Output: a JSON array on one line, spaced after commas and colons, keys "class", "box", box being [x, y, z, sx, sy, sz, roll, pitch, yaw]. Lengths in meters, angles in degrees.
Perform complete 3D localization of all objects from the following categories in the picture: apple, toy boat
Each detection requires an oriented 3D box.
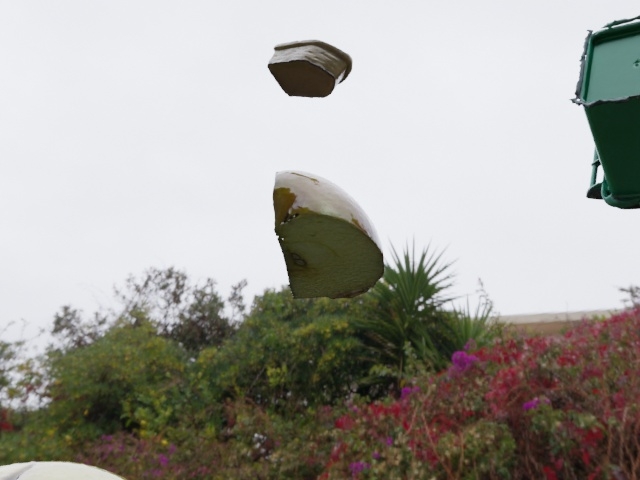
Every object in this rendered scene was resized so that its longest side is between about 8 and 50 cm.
[{"class": "apple", "box": [0.000, 0.000, 1.176, 0.179, 0.254, 0.346, -32, -29, -15]}, {"class": "toy boat", "box": [-0.019, -0.357, 1.259, 0.188, 0.061, 0.116, 9, -31, 40]}]

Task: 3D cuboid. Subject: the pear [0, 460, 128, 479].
[{"class": "pear", "box": [-0.212, 0.307, 0.383, 0.309, 0.309, 0.309, 5, -54, 7]}]

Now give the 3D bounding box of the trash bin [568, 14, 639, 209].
[{"class": "trash bin", "box": [0.654, -0.249, 1.207, 0.295, 0.259, 0.381, -2, -29, 41]}]
